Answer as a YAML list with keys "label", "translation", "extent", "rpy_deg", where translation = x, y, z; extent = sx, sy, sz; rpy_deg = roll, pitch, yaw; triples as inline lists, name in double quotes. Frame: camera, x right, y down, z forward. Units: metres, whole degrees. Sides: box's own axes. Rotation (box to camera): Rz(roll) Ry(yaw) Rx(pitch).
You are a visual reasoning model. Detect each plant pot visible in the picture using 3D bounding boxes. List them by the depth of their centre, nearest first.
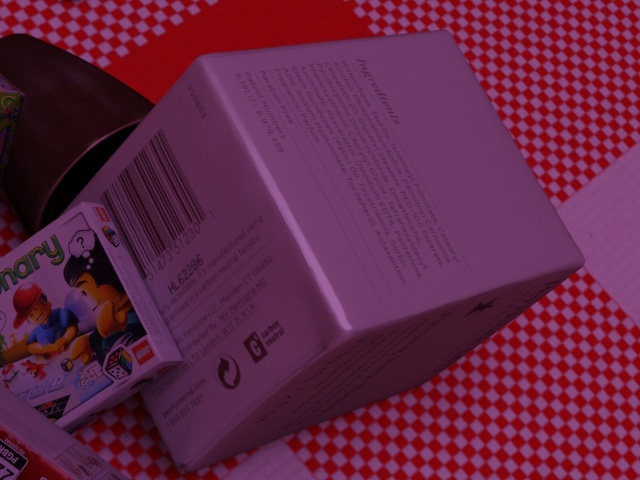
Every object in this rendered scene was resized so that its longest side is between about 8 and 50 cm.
- label: "plant pot"
  translation: [-0.308, -0.131, 1.717]
  extent: [0.215, 0.215, 0.230]
  rpy_deg: [-32, 65, -30]

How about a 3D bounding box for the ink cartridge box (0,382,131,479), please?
- label: "ink cartridge box"
  translation: [-0.372, 0.279, 1.441]
  extent: [0.309, 0.130, 0.272]
  rpy_deg: [36, 93, 2]

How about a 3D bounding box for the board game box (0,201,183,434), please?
- label: "board game box"
  translation: [-0.313, 0.121, 1.547]
  extent: [0.305, 0.053, 0.193]
  rpy_deg: [-34, 74, 16]

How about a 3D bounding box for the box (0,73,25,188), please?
- label: "box"
  translation: [-0.486, -0.055, 1.548]
  extent: [0.177, 0.290, 0.279]
  rpy_deg: [40, 57, 3]

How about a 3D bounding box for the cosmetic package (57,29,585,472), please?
- label: "cosmetic package"
  translation: [0.000, 0.000, 1.617]
  extent: [0.393, 0.329, 0.327]
  rpy_deg: [-14, 69, -44]
